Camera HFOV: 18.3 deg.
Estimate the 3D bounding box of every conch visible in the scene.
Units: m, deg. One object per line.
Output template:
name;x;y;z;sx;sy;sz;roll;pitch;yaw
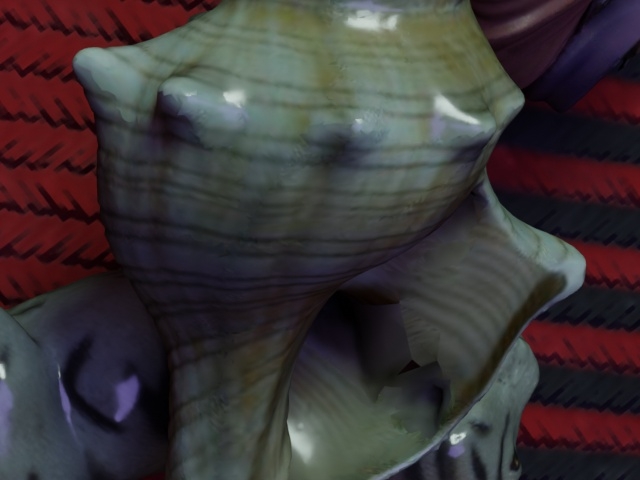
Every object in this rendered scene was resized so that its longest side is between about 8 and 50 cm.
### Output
conch;0.002;-0.011;0.544;0.137;0.114;0.234;-9;129;-17

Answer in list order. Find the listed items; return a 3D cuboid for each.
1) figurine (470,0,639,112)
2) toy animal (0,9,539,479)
figurine;0.061;-0.112;0.628;0.157;0.126;0.114;34;40;-19
toy animal;-0.036;0.013;0.618;0.255;0.090;0.169;7;95;-16
